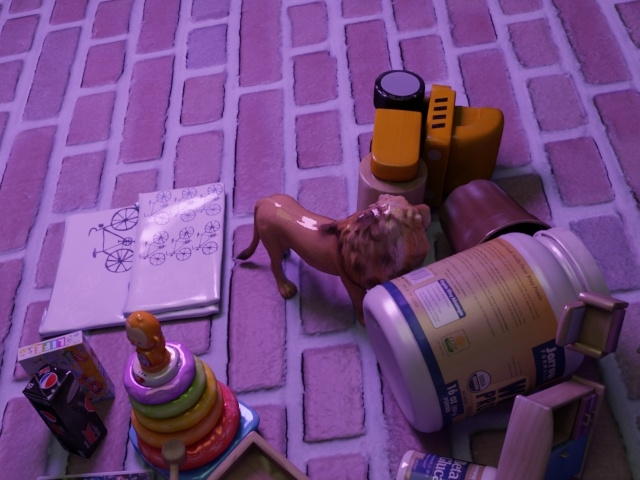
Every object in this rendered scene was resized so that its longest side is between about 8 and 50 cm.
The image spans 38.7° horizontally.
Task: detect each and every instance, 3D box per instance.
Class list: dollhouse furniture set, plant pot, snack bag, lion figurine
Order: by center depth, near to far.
[{"bbox_3d":[0.409,0.244,1.103,0.303,0.286,0.198,18,12,34],"label":"dollhouse furniture set"},{"bbox_3d":[0.000,0.000,1.509,0.392,0.240,0.142,12,51,25],"label":"lion figurine"},{"bbox_3d":[0.283,-0.008,1.513,0.167,0.167,0.165,-20,38,-6],"label":"plant pot"},{"bbox_3d":[-0.346,0.028,1.711,0.343,0.037,0.323,-8,46,6],"label":"snack bag"}]

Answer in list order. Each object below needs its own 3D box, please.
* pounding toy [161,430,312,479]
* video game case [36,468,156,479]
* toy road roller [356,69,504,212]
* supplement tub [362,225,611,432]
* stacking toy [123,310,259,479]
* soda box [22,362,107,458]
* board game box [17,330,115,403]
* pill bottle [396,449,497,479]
[{"bbox_3d":[-0.137,0.360,1.275,0.206,0.094,0.181,37,64,17],"label":"pounding toy"},{"bbox_3d":[-0.346,0.424,1.343,0.190,0.022,0.173,-6,46,9],"label":"video game case"},{"bbox_3d":[0.200,-0.144,1.634,0.241,0.202,0.329,7,47,6],"label":"toy road roller"},{"bbox_3d":[0.244,0.123,1.339,0.316,0.228,0.228,-21,46,-6],"label":"supplement tub"},{"bbox_3d":[-0.220,0.207,1.322,0.175,0.302,0.166,28,59,33],"label":"stacking toy"},{"bbox_3d":[-0.389,0.263,1.403,0.053,0.169,0.060,14,52,24],"label":"soda box"},{"bbox_3d":[-0.405,0.214,1.464,0.103,0.154,0.026,-16,46,-1],"label":"board game box"},{"bbox_3d":[0.192,0.345,1.234,0.169,0.094,0.094,7,49,20],"label":"pill bottle"}]
